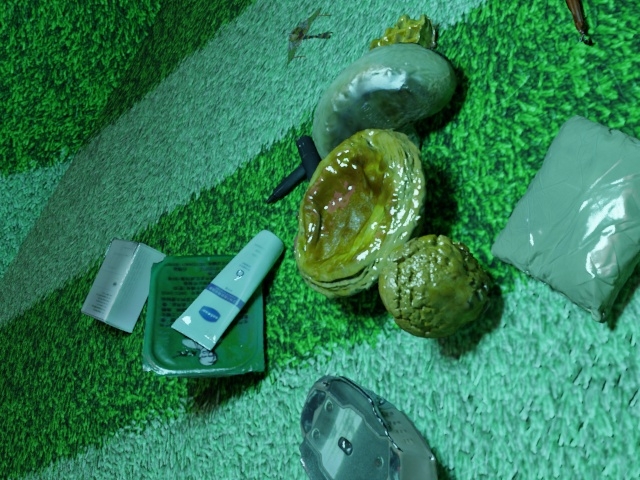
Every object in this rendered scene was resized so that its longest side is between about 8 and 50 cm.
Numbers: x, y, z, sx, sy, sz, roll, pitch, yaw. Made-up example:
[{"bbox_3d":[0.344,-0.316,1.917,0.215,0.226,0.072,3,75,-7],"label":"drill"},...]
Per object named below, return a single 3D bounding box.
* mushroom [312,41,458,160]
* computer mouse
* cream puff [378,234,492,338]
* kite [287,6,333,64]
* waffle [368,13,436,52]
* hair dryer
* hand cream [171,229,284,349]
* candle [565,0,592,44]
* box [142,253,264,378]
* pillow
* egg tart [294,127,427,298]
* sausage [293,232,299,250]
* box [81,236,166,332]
[{"bbox_3d":[0.115,-0.258,1.752,0.344,0.130,0.247,-31,82,32],"label":"mushroom"},{"bbox_3d":[0.098,0.357,1.398,0.389,0.115,0.199,41,116,45],"label":"computer mouse"},{"bbox_3d":[0.193,0.076,1.417,0.129,0.189,0.189,119,168,-71],"label":"cream puff"},{"bbox_3d":[-0.037,-0.565,2.377,0.244,0.006,0.198,26,87,57],"label":"kite"},{"bbox_3d":[0.158,-0.359,1.904,0.309,0.065,0.283,-52,35,18],"label":"waffle"},{"bbox_3d":[-0.065,-0.135,2.057,0.195,0.050,0.173,-50,33,24],"label":"hair dryer"},{"bbox_3d":[-0.193,0.104,1.930,0.109,0.067,0.320,28,62,20],"label":"hand cream"},{"bbox_3d":[0.468,-0.408,1.557,0.026,0.021,0.167,-17,48,21],"label":"candle"},{"bbox_3d":[-0.258,0.187,1.949,0.106,0.264,0.336,91,177,-50],"label":"box"},{"bbox_3d":[0.406,-0.049,1.317,0.274,0.076,0.281,-59,32,6],"label":"pillow"},{"bbox_3d":[0.092,-0.045,1.660,0.352,0.150,0.351,-24,55,40],"label":"egg tart"},{"bbox_3d":[0.000,0.000,1.844,0.154,0.062,0.062,-15,54,49],"label":"sausage"},{"bbox_3d":[-0.579,0.125,2.495,0.203,0.106,0.251,7,70,54],"label":"box"}]
